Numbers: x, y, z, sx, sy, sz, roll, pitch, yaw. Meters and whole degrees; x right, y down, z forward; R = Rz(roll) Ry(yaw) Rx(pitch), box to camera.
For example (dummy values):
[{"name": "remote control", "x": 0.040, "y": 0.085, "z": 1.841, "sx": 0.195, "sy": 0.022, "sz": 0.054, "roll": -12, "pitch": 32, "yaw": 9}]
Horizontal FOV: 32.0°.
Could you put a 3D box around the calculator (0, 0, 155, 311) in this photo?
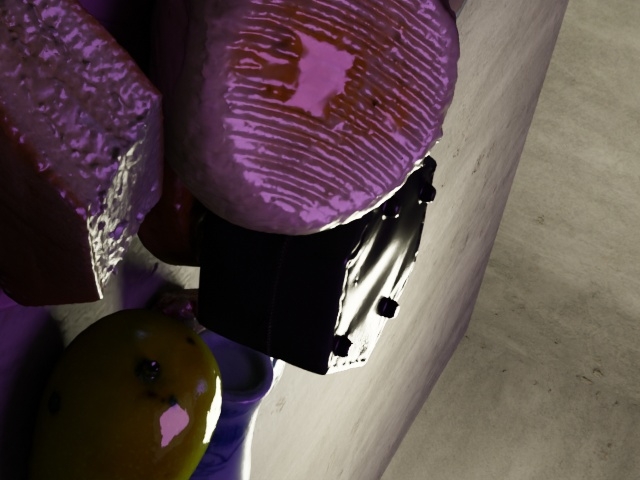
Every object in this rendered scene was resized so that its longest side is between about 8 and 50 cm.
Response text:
[{"name": "calculator", "x": -0.187, "y": -0.066, "z": 0.716, "sx": 0.294, "sy": 0.043, "sz": 0.194, "roll": -67, "pitch": 166, "yaw": 11}]

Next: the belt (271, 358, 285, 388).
[{"name": "belt", "x": -0.131, "y": 0.234, "z": 1.273, "sx": 0.302, "sy": 0.087, "sz": 0.072, "roll": -66, "pitch": 168, "yaw": 0}]

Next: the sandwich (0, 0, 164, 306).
[{"name": "sandwich", "x": -0.148, "y": -0.041, "z": 0.650, "sx": 0.094, "sy": 0.096, "sz": 0.258, "roll": -59, "pitch": 169, "yaw": -29}]

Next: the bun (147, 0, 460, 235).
[{"name": "bun", "x": -0.016, "y": -0.127, "z": 0.778, "sx": 0.244, "sy": 0.153, "sz": 0.244, "roll": -18, "pitch": 126, "yaw": -27}]

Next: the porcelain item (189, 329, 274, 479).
[{"name": "porcelain item", "x": -0.125, "y": 0.198, "z": 1.106, "sx": 0.141, "sy": 0.141, "sz": 0.259, "roll": -48, "pitch": 167, "yaw": -48}]

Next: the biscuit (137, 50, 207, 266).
[{"name": "biscuit", "x": -0.049, "y": -0.171, "z": 0.973, "sx": 0.394, "sy": 0.070, "sz": 0.350, "roll": -52, "pitch": 155, "yaw": -40}]

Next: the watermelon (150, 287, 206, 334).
[{"name": "watermelon", "x": -0.109, "y": 0.077, "z": 1.105, "sx": 0.180, "sy": 0.081, "sz": 0.094, "roll": -21, "pitch": 170, "yaw": -17}]

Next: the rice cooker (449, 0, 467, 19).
[{"name": "rice cooker", "x": 0.073, "y": -0.251, "z": 0.923, "sx": 0.206, "sy": 0.127, "sz": 0.145, "roll": -53, "pitch": 156, "yaw": -32}]

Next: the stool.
[{"name": "stool", "x": 0.000, "y": 0.000, "z": 0.959, "sx": 0.232, "sy": 0.141, "sz": 0.232, "roll": -54, "pitch": 156, "yaw": -37}]

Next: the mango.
[{"name": "mango", "x": -0.176, "y": 0.179, "z": 0.957, "sx": 0.175, "sy": 0.143, "sz": 0.293, "roll": -60, "pitch": 176, "yaw": -48}]
